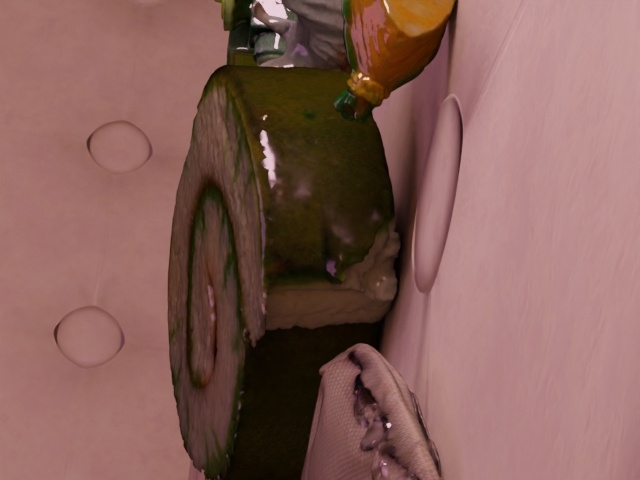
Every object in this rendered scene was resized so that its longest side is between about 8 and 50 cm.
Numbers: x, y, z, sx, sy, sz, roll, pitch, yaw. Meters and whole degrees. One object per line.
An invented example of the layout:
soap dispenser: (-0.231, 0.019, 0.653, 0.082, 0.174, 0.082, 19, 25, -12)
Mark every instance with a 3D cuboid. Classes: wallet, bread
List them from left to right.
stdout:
bread: (-0.037, 0.032, 1.445, 0.382, 0.129, 0.366, 162, 108, -72)
wallet: (0.029, 0.227, 1.117, 0.335, 0.068, 0.275, -109, 24, -62)

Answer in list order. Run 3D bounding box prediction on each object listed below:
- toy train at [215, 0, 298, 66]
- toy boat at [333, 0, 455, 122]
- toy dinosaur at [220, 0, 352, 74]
toy train: (-0.039, -0.317, 1.973, 0.188, 0.159, 0.272, 100, 176, -73)
toy boat: (0.056, -0.190, 1.281, 0.088, 0.089, 0.229, -42, 27, 46)
toy dinosaur: (-0.002, -0.265, 1.589, 0.393, 0.205, 0.092, -50, 12, 24)
